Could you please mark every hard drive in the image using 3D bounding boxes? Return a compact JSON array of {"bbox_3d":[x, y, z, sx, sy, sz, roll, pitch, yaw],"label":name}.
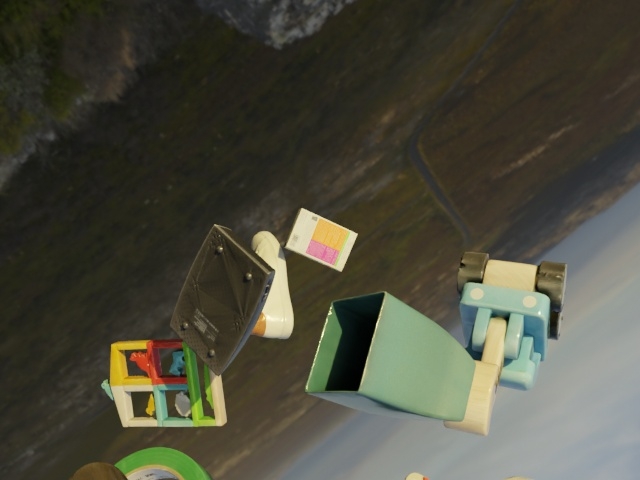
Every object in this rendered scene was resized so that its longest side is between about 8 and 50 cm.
[{"bbox_3d":[-0.185,0.113,1.547,0.054,0.172,0.255,-13,136,-52],"label":"hard drive"}]

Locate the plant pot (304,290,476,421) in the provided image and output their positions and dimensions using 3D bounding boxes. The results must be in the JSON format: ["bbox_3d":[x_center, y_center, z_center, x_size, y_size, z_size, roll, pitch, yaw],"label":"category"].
[{"bbox_3d":[0.132,0.212,1.348,0.165,0.234,0.166,-18,-130,58],"label":"plant pot"}]

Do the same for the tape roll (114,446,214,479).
[{"bbox_3d":[-0.375,0.626,1.802,0.321,0.321,0.077,-38,143,-7],"label":"tape roll"}]

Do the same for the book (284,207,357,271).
[{"bbox_3d":[0.000,0.000,1.846,0.096,0.144,0.035,-68,-163,-10],"label":"book"}]

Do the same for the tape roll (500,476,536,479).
[{"bbox_3d":[0.351,0.548,1.359,0.286,0.286,0.100,-32,-163,-31],"label":"tape roll"}]

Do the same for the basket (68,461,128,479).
[{"bbox_3d":[-0.394,0.544,1.525,0.154,0.204,0.227,-5,-178,-27],"label":"basket"}]

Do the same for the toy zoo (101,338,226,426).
[{"bbox_3d":[-0.355,0.314,1.790,0.293,0.192,0.030,-4,-174,19],"label":"toy zoo"}]

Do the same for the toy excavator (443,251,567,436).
[{"bbox_3d":[0.362,0.228,1.657,0.433,0.222,0.445,66,36,-56],"label":"toy excavator"}]

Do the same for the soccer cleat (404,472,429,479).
[{"bbox_3d":[0.207,0.507,1.452,0.068,0.196,0.076,-29,165,-31],"label":"soccer cleat"}]

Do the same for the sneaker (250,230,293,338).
[{"bbox_3d":[-0.145,0.091,1.859,0.123,0.290,0.106,4,137,-22],"label":"sneaker"}]
